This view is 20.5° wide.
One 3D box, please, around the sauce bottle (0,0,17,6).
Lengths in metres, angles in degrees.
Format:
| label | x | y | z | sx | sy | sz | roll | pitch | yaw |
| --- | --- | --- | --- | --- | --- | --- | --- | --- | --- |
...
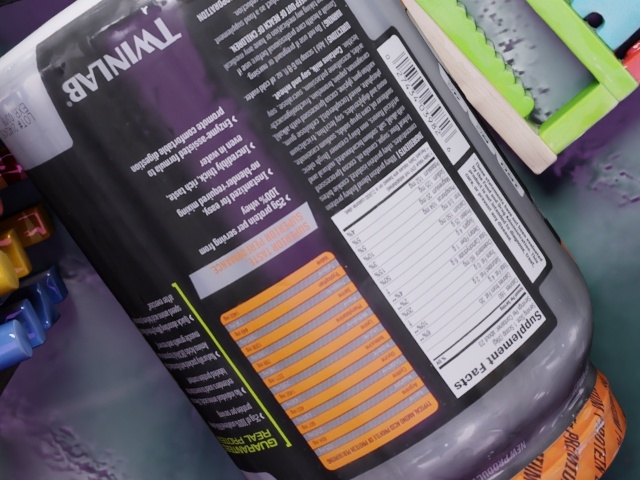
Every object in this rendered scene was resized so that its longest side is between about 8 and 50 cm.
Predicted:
| label | x | y | z | sx | sy | sz | roll | pitch | yaw |
| --- | --- | --- | --- | --- | --- | --- | --- | --- | --- |
| sauce bottle | -0.305 | -0.100 | 0.826 | 0.344 | 0.111 | 0.111 | -18 | 105 | -22 |

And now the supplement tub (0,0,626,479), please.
| label | x | y | z | sx | sy | sz | roll | pitch | yaw |
| --- | --- | --- | --- | --- | --- | --- | --- | --- | --- |
| supplement tub | 0.000 | 0.000 | 0.849 | 0.193 | 0.193 | 0.316 | -31 | 101 | 13 |

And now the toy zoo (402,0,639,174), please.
| label | x | y | z | sx | sy | sz | roll | pitch | yaw |
| --- | --- | --- | --- | --- | --- | --- | --- | --- | --- |
| toy zoo | 0.153 | -0.197 | 0.862 | 0.293 | 0.030 | 0.192 | -41 | 98 | 15 |

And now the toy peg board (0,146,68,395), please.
| label | x | y | z | sx | sy | sz | roll | pitch | yaw |
| --- | --- | --- | --- | --- | --- | --- | --- | --- | --- |
| toy peg board | -0.171 | -0.005 | 0.883 | 0.079 | 0.161 | 0.160 | -23 | 102 | 7 |
